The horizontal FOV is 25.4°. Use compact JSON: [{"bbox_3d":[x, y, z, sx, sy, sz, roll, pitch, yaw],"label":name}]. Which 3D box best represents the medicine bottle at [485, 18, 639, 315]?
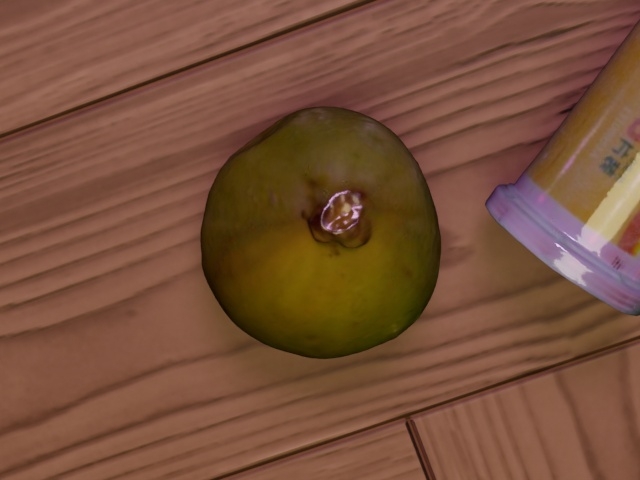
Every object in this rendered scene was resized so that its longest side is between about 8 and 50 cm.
[{"bbox_3d":[0.255,-0.157,0.746,0.108,0.108,0.426,33,104,-10],"label":"medicine bottle"}]

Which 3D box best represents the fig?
[{"bbox_3d":[0.001,-0.004,0.790,0.136,0.120,0.153,11,132,2],"label":"fig"}]
